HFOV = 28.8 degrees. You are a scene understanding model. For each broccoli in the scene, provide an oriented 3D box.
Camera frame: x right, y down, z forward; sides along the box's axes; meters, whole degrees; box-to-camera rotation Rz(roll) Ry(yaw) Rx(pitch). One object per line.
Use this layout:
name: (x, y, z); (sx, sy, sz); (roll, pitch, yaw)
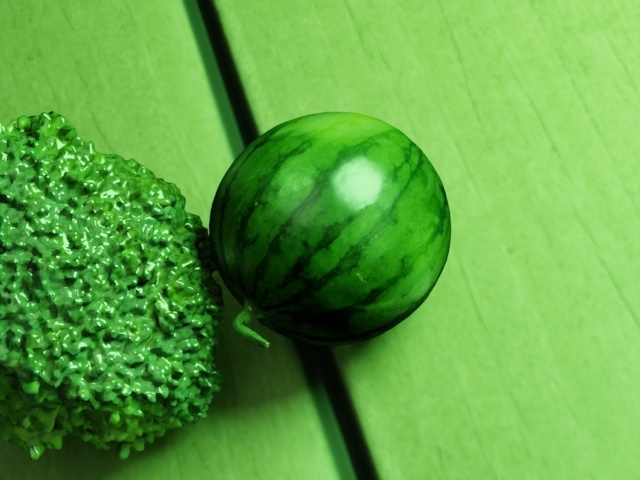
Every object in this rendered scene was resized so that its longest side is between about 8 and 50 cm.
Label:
broccoli: (-0.222, 0.042, 0.989); (0.260, 0.235, 0.288); (-25, 78, 20)

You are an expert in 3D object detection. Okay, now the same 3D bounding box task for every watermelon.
watermelon: (0.000, 0.000, 0.983); (0.188, 0.188, 0.214); (33, 72, 28)
